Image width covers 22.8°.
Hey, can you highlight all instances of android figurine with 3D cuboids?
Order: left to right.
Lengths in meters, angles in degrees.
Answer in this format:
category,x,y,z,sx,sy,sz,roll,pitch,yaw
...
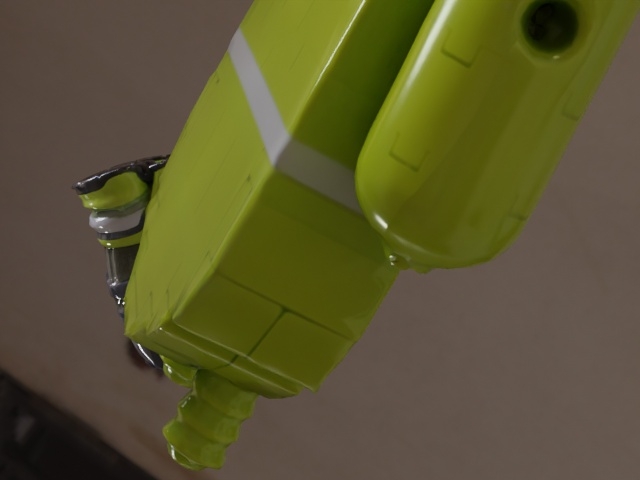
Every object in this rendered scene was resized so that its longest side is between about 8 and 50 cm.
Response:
category,x,y,z,sx,sy,sz,roll,pitch,yaw
android figurine,0.020,-0.064,0.448,0.273,0.056,0.248,-62,14,10

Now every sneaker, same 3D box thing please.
category,x,y,z,sx,sy,sz,roll,pitch,yaw
sneaker,0.000,0.000,0.933,0.300,0.111,0.121,-8,-83,-30
